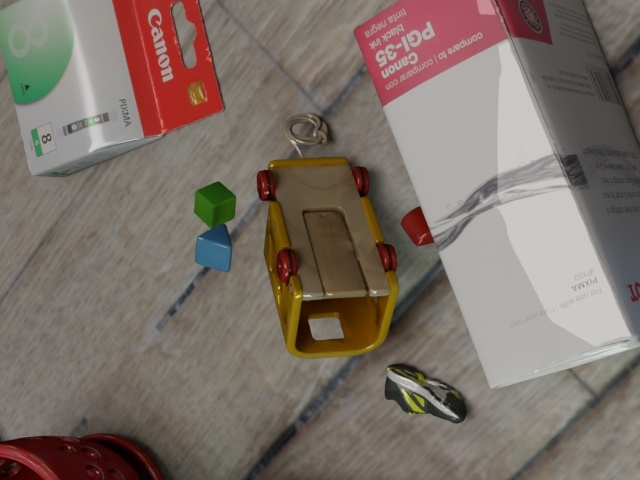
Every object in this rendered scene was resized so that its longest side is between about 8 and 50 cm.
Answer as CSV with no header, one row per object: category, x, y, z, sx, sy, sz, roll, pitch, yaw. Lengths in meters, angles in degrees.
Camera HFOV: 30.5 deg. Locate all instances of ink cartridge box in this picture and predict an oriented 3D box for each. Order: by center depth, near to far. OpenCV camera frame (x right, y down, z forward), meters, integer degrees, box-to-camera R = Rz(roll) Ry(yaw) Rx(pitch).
ink cartridge box,0.162,-0.047,0.875,0.117,0.207,0.283,-25,79,30
ink cartridge box,-0.218,-0.180,1.184,0.224,0.056,0.181,-18,83,31

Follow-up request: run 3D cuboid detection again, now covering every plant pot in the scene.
plant pot,-0.249,0.279,1.145,0.191,0.174,0.191,1,93,31

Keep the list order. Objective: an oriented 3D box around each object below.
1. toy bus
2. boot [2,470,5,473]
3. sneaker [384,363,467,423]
toy bus,-0.003,0.009,1.030,0.191,0.202,0.104,30,137,19
boot,-0.428,0.324,1.306,0.244,0.088,0.176,-45,72,20
sneaker,0.091,0.140,1.030,0.083,0.031,0.035,31,120,30
